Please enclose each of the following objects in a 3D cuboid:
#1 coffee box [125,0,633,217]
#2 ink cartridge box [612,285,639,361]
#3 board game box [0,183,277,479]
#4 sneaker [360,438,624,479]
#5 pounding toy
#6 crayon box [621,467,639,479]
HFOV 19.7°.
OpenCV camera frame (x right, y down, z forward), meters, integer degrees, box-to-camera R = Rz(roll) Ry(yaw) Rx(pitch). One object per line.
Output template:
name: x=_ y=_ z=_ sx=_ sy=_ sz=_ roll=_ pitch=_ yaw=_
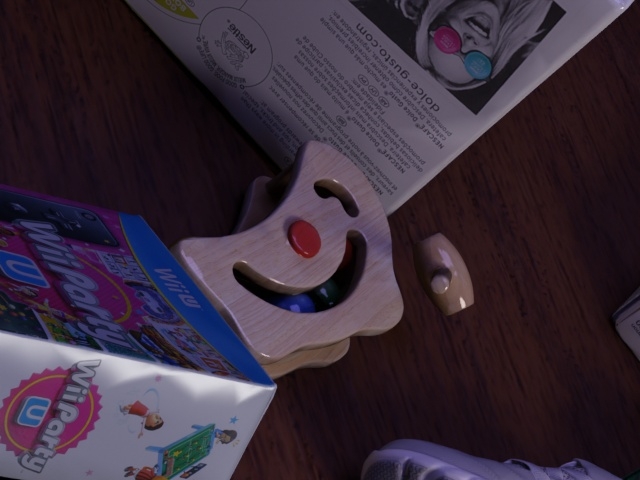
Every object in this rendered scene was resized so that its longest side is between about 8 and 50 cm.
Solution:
coffee box: x=0.076 y=-0.271 z=1.460 sx=0.338 sy=0.334 sz=0.337 roll=46 pitch=41 yaw=-1
ink cartridge box: x=0.378 y=0.067 z=1.666 sx=0.158 sy=0.092 sz=0.218 roll=51 pitch=42 yaw=1
board game box: x=-0.210 y=0.041 z=1.073 sx=0.303 sy=0.097 sz=0.224 roll=15 pitch=19 yaw=-36
sneaker: x=0.160 y=0.207 z=1.340 sx=0.281 sy=0.105 sz=0.115 roll=23 pitch=33 yaw=-7
pounding toy: x=0.000 y=0.000 z=1.324 sx=0.269 sy=0.155 sz=0.154 roll=-13 pitch=74 yaw=-46
crayon box: x=0.305 y=0.321 z=1.414 sx=0.165 sy=0.081 sz=0.278 roll=28 pitch=45 yaw=-24
